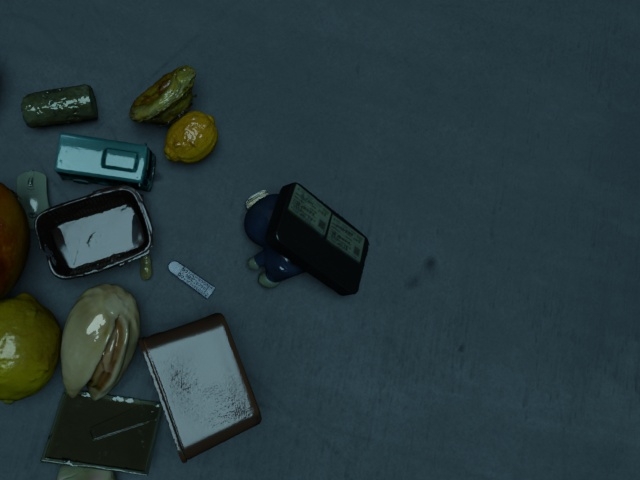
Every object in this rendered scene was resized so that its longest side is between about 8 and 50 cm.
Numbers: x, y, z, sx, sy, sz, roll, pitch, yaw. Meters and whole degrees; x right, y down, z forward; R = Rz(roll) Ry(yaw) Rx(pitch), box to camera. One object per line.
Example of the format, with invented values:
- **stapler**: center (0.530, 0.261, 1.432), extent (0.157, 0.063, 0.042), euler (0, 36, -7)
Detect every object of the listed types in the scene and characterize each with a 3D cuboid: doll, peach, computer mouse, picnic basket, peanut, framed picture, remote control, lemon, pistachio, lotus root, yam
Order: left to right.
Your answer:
- **peach**: center (-0.897, 0.016, 1.521), extent (0.372, 0.290, 0.373), euler (-7, 51, 9)
- **lemon**: center (-0.797, 0.278, 1.565), extent (0.233, 0.233, 0.288), euler (6, 78, -11)
- **computer mouse**: center (-0.814, -0.121, 1.703), extent (0.089, 0.056, 0.182), euler (-6, 83, -17)
- **yam**: center (-0.748, -0.383, 1.723), extent (0.194, 0.107, 0.107), euler (-12, 85, -12)
- **pistachio**: center (-0.602, 0.274, 1.627), extent (0.193, 0.214, 0.318), euler (21, 89, -36)
- **picnic basket**: center (-0.623, -0.017, 1.691), extent (0.296, 0.129, 0.223), euler (-20, 89, -13)
- **framed picture**: center (-0.587, 0.520, 1.637), extent (0.281, 0.019, 0.209), euler (13, 52, -9)
- **peanut**: center (-0.510, 0.074, 1.751), extent (0.037, 0.037, 0.083), euler (-8, 86, -13)
- **remote control**: center (-0.384, 0.112, 1.777), extent (0.152, 0.027, 0.043), euler (37, 71, -7)
- **lemon**: center (-0.382, -0.299, 1.772), extent (0.187, 0.142, 0.142), euler (-44, 93, -11)
- **lotus root**: center (-0.196, -0.123, 1.844), extent (0.083, 0.030, 0.037), euler (-34, 84, -15)
- **doll**: center (-0.124, -0.008, 1.796), extent (0.228, 0.154, 0.258), euler (-20, 80, -10)

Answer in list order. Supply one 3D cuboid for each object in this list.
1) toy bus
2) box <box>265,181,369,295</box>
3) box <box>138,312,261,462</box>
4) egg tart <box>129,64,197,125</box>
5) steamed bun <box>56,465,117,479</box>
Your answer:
- **toy bus**: center (-0.609, -0.222, 1.712), extent (0.256, 0.147, 0.128), euler (7, 83, -10)
- **box**: center (0.000, 0.000, 1.758), extent (0.350, 0.058, 0.211), euler (37, 53, -32)
- **box**: center (-0.328, 0.386, 1.647), extent (0.229, 0.239, 0.339), euler (-20, 87, -16)
- **egg tart**: center (-0.448, -0.412, 1.750), extent (0.241, 0.241, 0.106), euler (-46, 123, -13)
- **steamed bun**: center (-0.623, 0.704, 1.583), extent (0.169, 0.152, 0.239), euler (-3, 83, -13)
